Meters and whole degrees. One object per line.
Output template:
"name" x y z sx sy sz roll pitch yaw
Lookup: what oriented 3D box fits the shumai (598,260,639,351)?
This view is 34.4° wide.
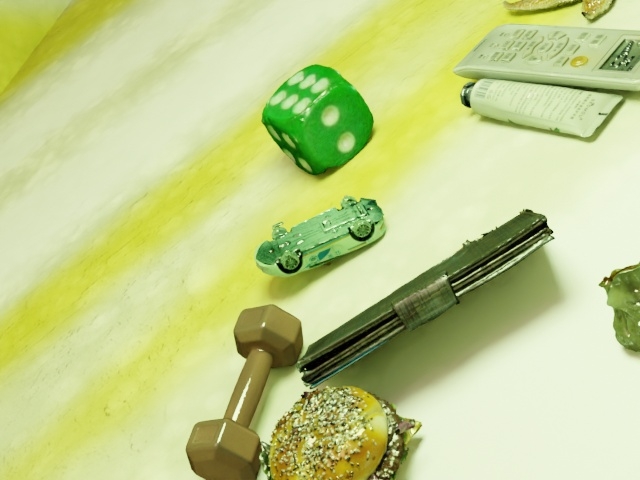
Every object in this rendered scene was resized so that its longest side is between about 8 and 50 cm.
"shumai" 0.318 0.058 1.013 0.083 0.080 0.082 -25 37 15

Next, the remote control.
"remote control" 0.326 -0.242 1.405 0.313 0.055 0.109 15 52 46

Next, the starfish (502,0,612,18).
"starfish" 0.412 -0.405 1.527 0.295 0.048 0.231 -3 56 44

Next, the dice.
"dice" -0.006 -0.185 1.578 0.131 0.120 0.128 -44 34 -8

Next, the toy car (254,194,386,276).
"toy car" 0.000 0.000 1.403 0.186 0.058 0.093 -24 33 -1

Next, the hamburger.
"hamburger" 0.008 0.222 1.090 0.190 0.093 0.164 -10 42 38

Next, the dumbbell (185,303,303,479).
"dumbbell" -0.087 0.181 1.239 0.092 0.082 0.231 -12 41 32

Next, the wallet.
"wallet" 0.117 0.064 1.174 0.317 0.044 0.169 -32 2 4

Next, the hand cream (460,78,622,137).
"hand cream" 0.285 -0.181 1.376 0.234 0.050 0.080 20 62 47
